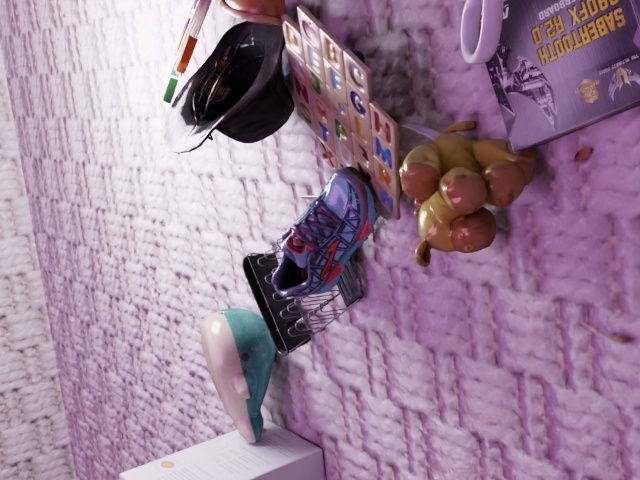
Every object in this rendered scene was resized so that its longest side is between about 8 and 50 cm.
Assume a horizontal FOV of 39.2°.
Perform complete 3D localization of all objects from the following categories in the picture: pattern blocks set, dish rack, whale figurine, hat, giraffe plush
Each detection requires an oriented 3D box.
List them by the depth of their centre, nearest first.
[{"bbox_3d":[0.182,-0.051,1.228,0.210,0.181,0.170,42,142,50],"label":"giraffe plush"},{"bbox_3d":[-0.129,-0.248,1.570,0.331,0.134,0.331,-35,33,28],"label":"hat"},{"bbox_3d":[-0.226,-0.405,1.632,0.285,0.026,0.324,-92,26,-57],"label":"pattern blocks set"},{"bbox_3d":[-0.030,0.070,1.636,0.271,0.074,0.208,-43,68,52],"label":"dish rack"},{"bbox_3d":[-0.148,0.266,1.821,0.216,0.141,0.271,-155,49,-70],"label":"whale figurine"}]

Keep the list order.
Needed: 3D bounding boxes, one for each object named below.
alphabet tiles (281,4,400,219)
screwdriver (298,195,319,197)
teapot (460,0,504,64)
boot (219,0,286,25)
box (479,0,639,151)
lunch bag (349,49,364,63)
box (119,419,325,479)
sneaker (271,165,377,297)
[{"bbox_3d":[0.033,-0.186,1.379,0.285,0.011,0.342,50,164,30],"label":"alphabet tiles"},{"bbox_3d":[0.003,-0.080,1.581,0.170,0.024,0.025,11,140,55],"label":"screwdriver"},{"bbox_3d":[0.182,-0.372,1.059,0.252,0.256,0.187,41,158,16],"label":"teapot"},{"bbox_3d":[-0.080,-0.473,1.426,0.283,0.109,0.220,-92,18,-59],"label":"boot"},{"bbox_3d":[0.300,-0.227,1.077,0.231,0.056,0.183,-20,84,56],"label":"box"},{"bbox_3d":[0.027,-0.264,1.438,0.065,0.067,0.098,17,116,51],"label":"lunch bag"},{"bbox_3d":[-0.186,0.509,1.774,0.215,0.345,0.168,12,112,53],"label":"box"},{"bbox_3d":[0.000,0.000,1.453,0.104,0.125,0.261,42,127,28],"label":"sneaker"}]
